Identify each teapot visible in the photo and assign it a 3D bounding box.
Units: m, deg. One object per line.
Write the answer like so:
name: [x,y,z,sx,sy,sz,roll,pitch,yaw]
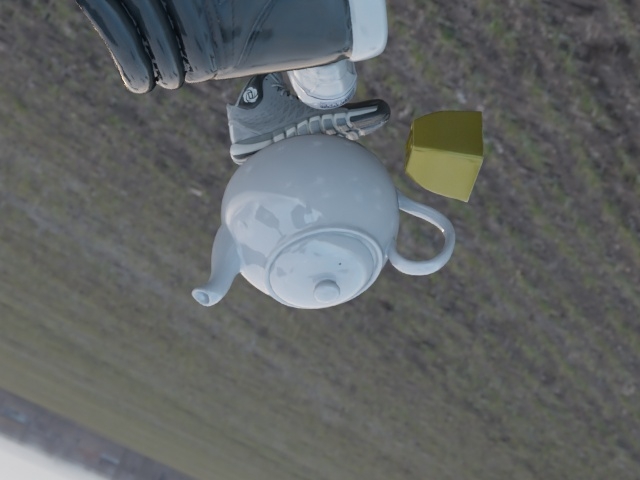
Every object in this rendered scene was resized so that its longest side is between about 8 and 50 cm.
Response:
teapot: [0.000,0.000,1.478,0.252,0.187,0.256,28,122,-38]

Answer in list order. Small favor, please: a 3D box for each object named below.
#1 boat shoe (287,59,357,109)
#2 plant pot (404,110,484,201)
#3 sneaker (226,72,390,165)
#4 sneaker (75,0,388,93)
boat shoe: [-0.039,-0.267,1.248,0.096,0.267,0.088,-20,156,-6]
plant pot: [0.145,-0.106,1.378,0.083,0.081,0.081,8,139,-5]
sneaker: [-0.026,-0.193,1.581,0.228,0.132,0.086,-15,166,4]
sneaker: [-0.075,-0.192,0.486,0.104,0.147,0.296,-129,19,-61]
